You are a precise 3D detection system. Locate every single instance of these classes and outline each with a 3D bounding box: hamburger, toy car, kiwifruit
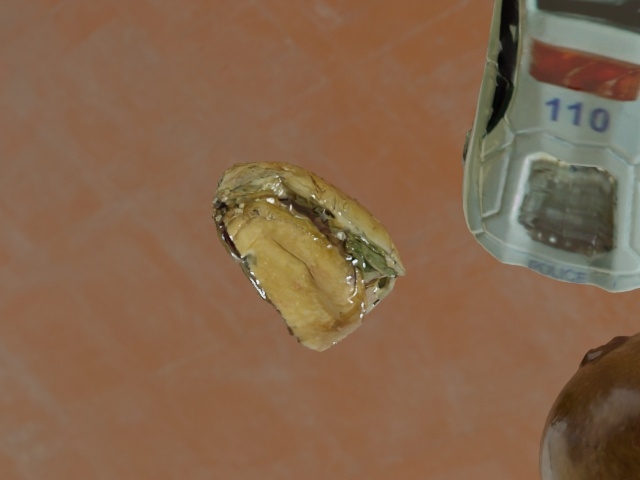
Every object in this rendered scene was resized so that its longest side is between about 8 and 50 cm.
[{"bbox_3d":[0.007,0.002,1.283,0.102,0.087,0.176,-14,130,26],"label":"hamburger"},{"bbox_3d":[0.104,-0.073,0.659,0.095,0.056,0.205,16,126,15],"label":"toy car"},{"bbox_3d":[0.238,0.157,1.075,0.234,0.196,0.196,50,144,14],"label":"kiwifruit"}]
